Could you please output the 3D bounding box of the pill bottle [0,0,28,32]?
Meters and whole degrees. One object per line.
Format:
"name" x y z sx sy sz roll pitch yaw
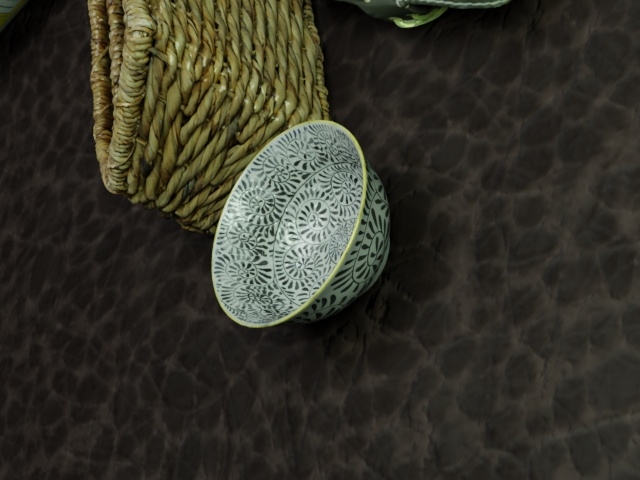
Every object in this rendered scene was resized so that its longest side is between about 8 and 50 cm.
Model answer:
"pill bottle" -0.404 -0.322 1.884 0.334 0.188 0.188 -43 42 24

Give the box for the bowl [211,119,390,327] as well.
"bowl" 0.000 0.000 1.305 0.170 0.080 0.170 -28 49 37

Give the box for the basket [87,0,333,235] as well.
"basket" -0.147 -0.179 1.469 0.213 0.223 0.299 -36 46 31

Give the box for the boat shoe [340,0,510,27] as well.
"boat shoe" 0.065 -0.226 1.355 0.109 0.091 0.305 -32 33 -24
